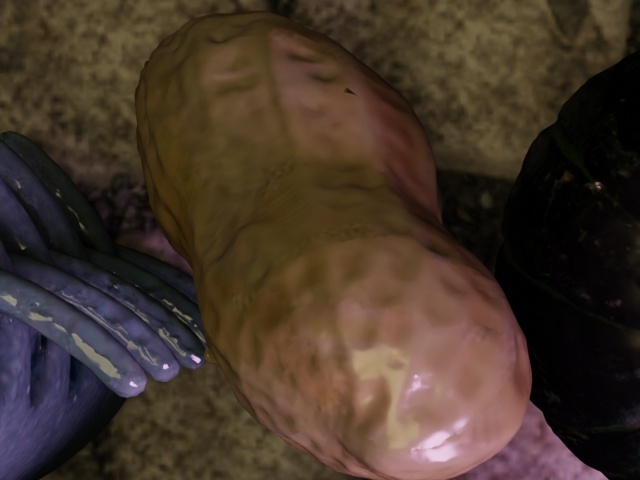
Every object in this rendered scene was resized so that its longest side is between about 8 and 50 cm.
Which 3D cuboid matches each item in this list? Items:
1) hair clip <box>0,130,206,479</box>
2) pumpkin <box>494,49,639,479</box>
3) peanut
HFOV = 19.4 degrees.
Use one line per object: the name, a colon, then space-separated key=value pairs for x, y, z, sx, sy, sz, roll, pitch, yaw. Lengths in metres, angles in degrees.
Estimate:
hair clip: x=-0.197 y=0.083 z=0.919 sx=0.392 sy=0.318 sz=0.238 roll=42 pitch=96 yaw=8
pumpkin: x=0.207 y=0.025 z=0.893 sx=0.250 sy=0.216 sz=0.249 roll=-1 pitch=113 yaw=-3
peanut: x=0.000 y=0.000 z=0.910 sx=0.149 sy=0.313 sz=0.149 roll=-11 pitch=130 yaw=-13
